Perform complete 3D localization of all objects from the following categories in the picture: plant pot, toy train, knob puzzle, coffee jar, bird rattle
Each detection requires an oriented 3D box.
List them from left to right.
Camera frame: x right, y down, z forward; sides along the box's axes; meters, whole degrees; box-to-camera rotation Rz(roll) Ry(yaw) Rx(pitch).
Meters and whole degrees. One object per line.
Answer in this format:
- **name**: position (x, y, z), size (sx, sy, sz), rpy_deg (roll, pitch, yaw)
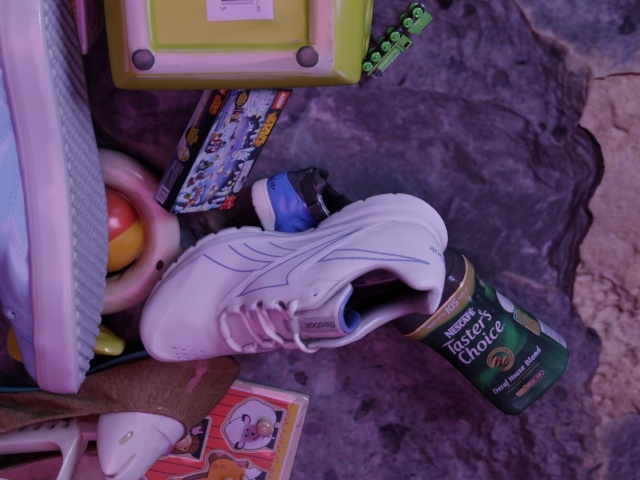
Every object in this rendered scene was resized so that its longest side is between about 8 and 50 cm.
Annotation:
- **bird rattle**: position (-0.240, -0.007, 1.086), size (0.207, 0.143, 0.253), rpy_deg (-24, 100, -2)
- **knob puzzle**: position (-0.124, 0.223, 1.218), size (0.213, 0.030, 0.213), rpy_deg (0, 115, 0)
- **plant pot**: position (-0.065, -0.236, 0.908), size (0.227, 0.207, 0.228), rpy_deg (0, 114, 0)
- **toy train**: position (0.069, -0.181, 1.040), size (0.023, 0.017, 0.083), rpy_deg (35, 110, -27)
- **coffee jar**: position (0.151, 0.086, 1.131), size (0.184, 0.079, 0.096), rpy_deg (38, 109, -16)

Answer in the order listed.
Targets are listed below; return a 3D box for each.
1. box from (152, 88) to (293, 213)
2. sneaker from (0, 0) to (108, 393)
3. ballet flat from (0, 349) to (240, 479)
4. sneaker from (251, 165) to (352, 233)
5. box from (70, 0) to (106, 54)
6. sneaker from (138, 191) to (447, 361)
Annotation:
- **box**: position (-0.088, -0.089, 1.041), size (0.027, 0.094, 0.137), rpy_deg (39, 115, 24)
- **sneaker**: position (-0.265, -0.044, 0.940), size (0.150, 0.135, 0.366), rpy_deg (0, 109, 5)
- **ballet flat**: position (-0.242, 0.192, 1.132), size (0.342, 0.124, 0.116), rpy_deg (-10, 144, 8)
- **sneaker**: position (0.000, 0.000, 1.100), size (0.084, 0.058, 0.152), rpy_deg (-17, 108, 16)
- **box**: position (-0.245, -0.264, 0.948), size (0.114, 0.103, 0.203), rpy_deg (2, 115, -1)
- **sneaker**: position (-0.027, 0.047, 1.019), size (0.297, 0.129, 0.111), rpy_deg (-20, 119, 9)
